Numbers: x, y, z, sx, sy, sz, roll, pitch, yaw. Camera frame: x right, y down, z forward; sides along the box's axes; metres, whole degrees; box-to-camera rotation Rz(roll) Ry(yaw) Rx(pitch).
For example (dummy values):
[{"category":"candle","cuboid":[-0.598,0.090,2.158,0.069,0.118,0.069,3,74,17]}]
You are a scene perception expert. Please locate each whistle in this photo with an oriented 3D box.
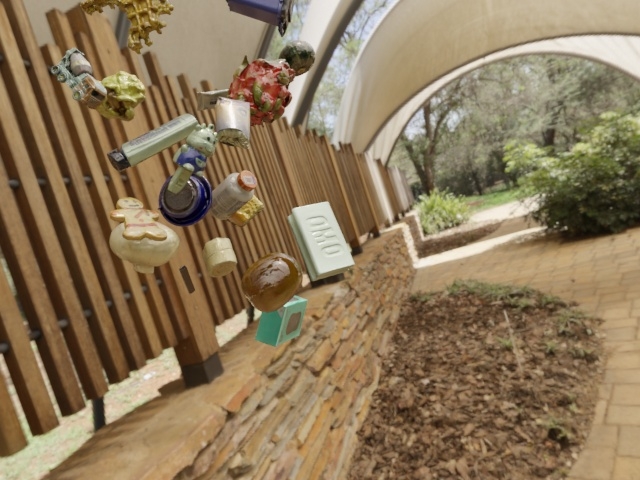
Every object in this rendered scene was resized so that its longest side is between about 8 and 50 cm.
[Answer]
[{"category":"whistle","cuboid":[-0.393,-0.252,1.348,0.092,0.245,0.110,29,-2,30]}]

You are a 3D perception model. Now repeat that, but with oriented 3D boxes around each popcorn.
[{"category":"popcorn","cuboid":[-0.956,-0.686,2.071,0.256,0.255,0.195,-29,-35,-3]}]

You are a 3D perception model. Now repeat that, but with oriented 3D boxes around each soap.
[{"category":"soap","cuboid":[0.000,0.000,1.604,0.159,0.266,0.087,-13,-19,-26]}]

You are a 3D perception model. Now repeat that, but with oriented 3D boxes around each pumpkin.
[{"category":"pumpkin","cuboid":[-0.101,-0.771,1.852,0.167,0.125,0.167,-10,-5,-1]}]

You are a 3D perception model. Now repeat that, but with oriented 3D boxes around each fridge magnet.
[{"category":"fridge magnet","cuboid":[-0.625,-0.195,2.007,0.265,0.266,0.112,-18,-11,7]}]

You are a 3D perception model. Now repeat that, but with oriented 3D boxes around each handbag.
[{"category":"handbag","cuboid":[-0.289,-0.388,1.451,0.117,0.173,0.095,4,-24,-21]}]

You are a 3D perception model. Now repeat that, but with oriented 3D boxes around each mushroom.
[{"category":"mushroom","cuboid":[-0.653,0.027,1.637,0.245,0.203,0.246,9,17,-3]}]

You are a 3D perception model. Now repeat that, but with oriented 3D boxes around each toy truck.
[{"category":"toy truck","cuboid":[-1.006,-0.684,1.838,0.140,0.257,0.108,-43,-12,3]}]

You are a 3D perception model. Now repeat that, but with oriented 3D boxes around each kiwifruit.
[{"category":"kiwifruit","cuboid":[-0.174,0.149,1.617,0.233,0.196,0.196,-34,8,-19]}]

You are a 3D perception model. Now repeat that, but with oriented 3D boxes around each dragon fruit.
[{"category":"dragon fruit","cuboid":[-0.234,-0.598,1.760,0.302,0.237,0.231,-42,-1,-15]}]

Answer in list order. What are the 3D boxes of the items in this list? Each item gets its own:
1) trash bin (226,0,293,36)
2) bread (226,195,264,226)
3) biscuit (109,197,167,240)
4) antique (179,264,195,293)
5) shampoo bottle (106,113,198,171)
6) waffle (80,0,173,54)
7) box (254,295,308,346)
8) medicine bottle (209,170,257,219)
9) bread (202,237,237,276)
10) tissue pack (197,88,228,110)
[{"category":"trash bin","cuboid":[-0.216,-0.871,1.587,0.234,0.184,0.162,11,4,-5]},{"category":"bread","cuboid":[-0.460,-0.194,2.427,0.204,0.163,0.262,-48,42,-14]},{"category":"biscuit","cuboid":[-0.597,-0.073,1.417,0.153,0.234,0.030,2,-55,-39]},{"category":"antique","cuboid":[-0.560,0.167,1.841,0.031,0.015,0.192,-35,-28,-25]},{"category":"shampoo bottle","cuboid":[-0.658,-0.391,1.720,0.359,0.078,0.134,-38,47,-26]},{"category":"waffle","cuboid":[-0.595,-0.758,1.357,0.260,0.292,0.069,-54,-3,5]},{"category":"box","cuboid":[-0.183,0.382,2.134,0.118,0.205,0.311,13,2,19]},{"category":"medicine bottle","cuboid":[-0.433,-0.230,2.162,0.288,0.157,0.157,-32,-7,38]},{"category":"bread","cuboid":[-0.471,0.078,2.026,0.133,0.141,0.148,6,-39,-45]},{"category":"tissue pack","cuboid":[-0.484,-0.665,2.055,0.192,0.026,0.123,-15,-19,-21]}]
